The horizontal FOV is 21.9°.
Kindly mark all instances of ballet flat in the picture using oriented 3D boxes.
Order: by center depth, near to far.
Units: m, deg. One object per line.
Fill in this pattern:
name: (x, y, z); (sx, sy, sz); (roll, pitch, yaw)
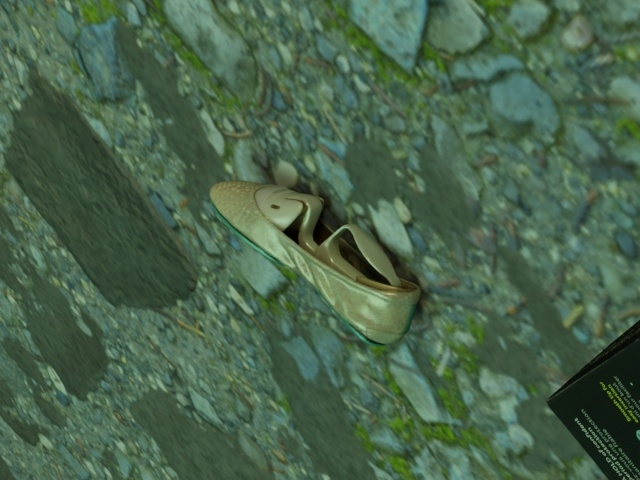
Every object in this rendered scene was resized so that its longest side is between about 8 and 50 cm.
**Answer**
ballet flat: (0.000, 0.000, 1.066); (0.168, 0.057, 0.052); (39, 122, 20)

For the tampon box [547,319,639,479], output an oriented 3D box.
tampon box: (0.204, 0.070, 0.752); (0.120, 0.101, 0.161); (52, 153, 6)
